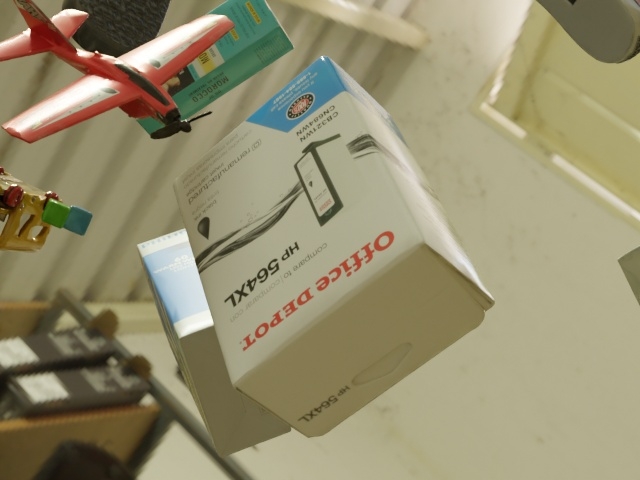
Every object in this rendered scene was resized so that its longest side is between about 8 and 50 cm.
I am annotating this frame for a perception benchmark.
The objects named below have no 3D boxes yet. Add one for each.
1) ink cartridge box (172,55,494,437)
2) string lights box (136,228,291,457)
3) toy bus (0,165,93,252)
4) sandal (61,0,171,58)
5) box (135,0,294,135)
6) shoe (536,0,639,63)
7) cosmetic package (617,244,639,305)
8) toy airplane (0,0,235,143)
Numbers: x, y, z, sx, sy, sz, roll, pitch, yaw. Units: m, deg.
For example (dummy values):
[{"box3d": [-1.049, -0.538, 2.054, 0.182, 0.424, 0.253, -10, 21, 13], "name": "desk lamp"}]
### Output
[{"box3d": [0.000, 0.000, 0.768, 0.148, 0.203, 0.086, -38, -49, 13], "name": "ink cartridge box"}, {"box3d": [-0.111, 0.091, 1.189, 0.077, 0.260, 0.133, -20, -67, -11], "name": "string lights box"}, {"box3d": [-0.406, -0.034, 1.462, 0.202, 0.191, 0.104, 23, -87, -32], "name": "toy bus"}, {"box3d": [-0.139, -0.232, 0.950, 0.054, 0.097, 0.254, -34, 22, 46], "name": "sandal"}, {"box3d": [-0.168, -0.257, 1.705, 0.244, 0.100, 0.060, -33, -33, 5], "name": "box"}, {"box3d": [0.180, -0.203, 0.837, 0.081, 0.178, 0.063, -26, -18, -41], "name": "shoe"}, {"box3d": [0.636, 0.150, 1.779, 0.217, 0.385, 0.156, -8, -22, -38], "name": "cosmetic package"}, {"box3d": [-0.125, -0.095, 0.646, 0.151, 0.151, 0.028, -33, -31, -32], "name": "toy airplane"}]
